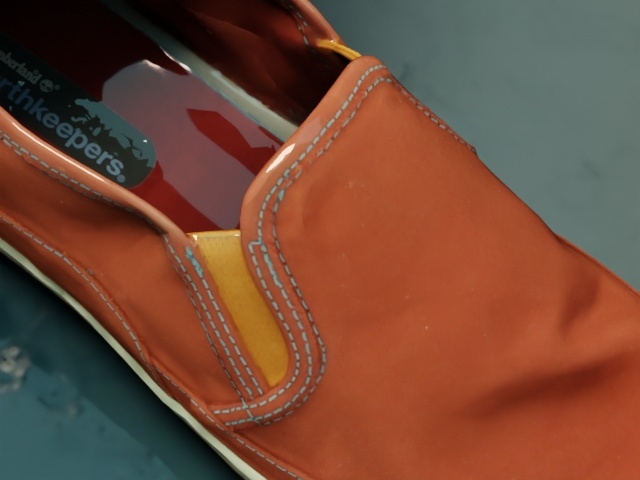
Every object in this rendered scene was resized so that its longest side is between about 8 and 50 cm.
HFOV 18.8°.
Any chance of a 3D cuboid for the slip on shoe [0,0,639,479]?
[{"bbox_3d":[0.000,0.000,0.560,0.331,0.101,0.123,36,62,1],"label":"slip on shoe"}]
